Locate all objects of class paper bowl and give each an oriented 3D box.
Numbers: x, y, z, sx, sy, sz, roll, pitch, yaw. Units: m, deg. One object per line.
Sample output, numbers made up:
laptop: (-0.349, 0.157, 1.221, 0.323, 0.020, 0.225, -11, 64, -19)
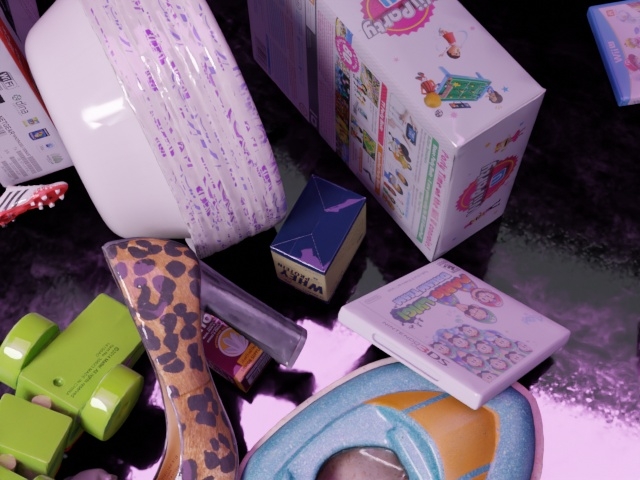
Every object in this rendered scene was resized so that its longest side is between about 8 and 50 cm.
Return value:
paper bowl: (-0.153, -0.116, 0.851, 0.148, 0.284, 0.284, -25, 68, -7)

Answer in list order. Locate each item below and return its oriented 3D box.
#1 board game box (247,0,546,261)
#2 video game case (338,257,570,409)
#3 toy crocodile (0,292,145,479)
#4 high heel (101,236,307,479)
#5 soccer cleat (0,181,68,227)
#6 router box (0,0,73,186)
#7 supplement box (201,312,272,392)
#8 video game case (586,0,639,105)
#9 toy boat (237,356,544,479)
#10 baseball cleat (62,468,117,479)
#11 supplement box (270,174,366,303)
board game box: (0.052, -0.156, 0.893, 0.097, 0.224, 0.303, -33, 69, -13)
video game case: (0.117, 0.073, 0.836, 0.143, 0.019, 0.157, 31, 33, 29)
toy crocodile: (-0.238, 0.164, 0.792, 0.115, 0.105, 0.340, 26, 40, 2)
high heel: (-0.144, 0.134, 0.778, 0.186, 0.093, 0.261, 34, 73, -19)
soccer cleat: (-0.293, -0.044, 0.968, 0.083, 0.029, 0.035, -26, 72, -3)
router box: (-0.341, -0.257, 0.895, 0.082, 0.335, 0.301, -19, 67, -4)
supplement box: (-0.087, 0.091, 0.890, 0.083, 0.043, 0.055, 32, 73, 16)
video game case: (0.374, -0.205, 1.008, 0.166, 0.015, 0.119, -10, 67, -1)
toy boat: (0.096, 0.237, 0.761, 0.267, 0.148, 0.318, -31, 68, -10)
baseball cleat: (-0.190, 0.298, 0.804, 0.109, 0.072, 0.205, -23, 63, 9)
supplement box: (0.000, 0.000, 0.902, 0.056, 0.083, 0.083, 25, 70, 13)
